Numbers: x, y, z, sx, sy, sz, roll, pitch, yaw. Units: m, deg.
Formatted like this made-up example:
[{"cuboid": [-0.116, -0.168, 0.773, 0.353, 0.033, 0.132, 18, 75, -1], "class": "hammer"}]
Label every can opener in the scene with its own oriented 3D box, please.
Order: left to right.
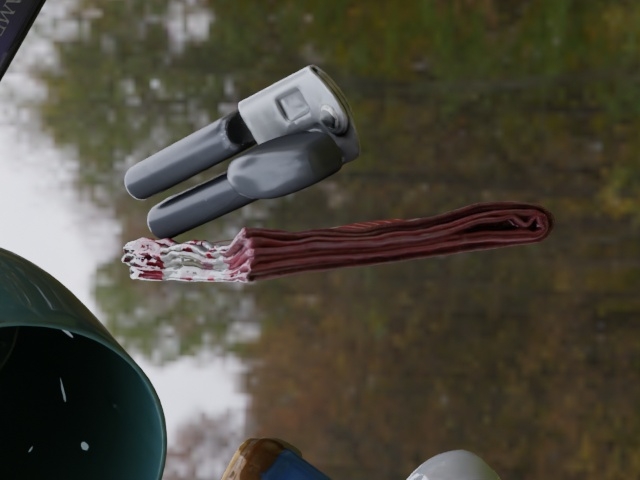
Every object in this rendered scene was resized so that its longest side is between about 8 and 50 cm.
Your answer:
[{"cuboid": [-0.067, -0.058, 1.474, 0.093, 0.280, 0.074, -31, -84, -33], "class": "can opener"}]

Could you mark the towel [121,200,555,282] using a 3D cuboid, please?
[{"cuboid": [0.000, 0.000, 1.525, 0.329, 0.237, 0.037, 178, 86, -69], "class": "towel"}]

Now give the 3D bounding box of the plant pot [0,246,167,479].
[{"cuboid": [-0.303, 0.133, 1.661, 0.235, 0.293, 0.293, -129, 25, -52], "class": "plant pot"}]

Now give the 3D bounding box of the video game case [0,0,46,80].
[{"cuboid": [-0.368, -0.193, 1.545, 0.196, 0.274, 0.026, -64, 10, -17], "class": "video game case"}]

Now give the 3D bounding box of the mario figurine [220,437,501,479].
[{"cuboid": [0.076, 0.243, 1.130, 0.198, 0.320, 0.170, -67, -14, 15], "class": "mario figurine"}]
